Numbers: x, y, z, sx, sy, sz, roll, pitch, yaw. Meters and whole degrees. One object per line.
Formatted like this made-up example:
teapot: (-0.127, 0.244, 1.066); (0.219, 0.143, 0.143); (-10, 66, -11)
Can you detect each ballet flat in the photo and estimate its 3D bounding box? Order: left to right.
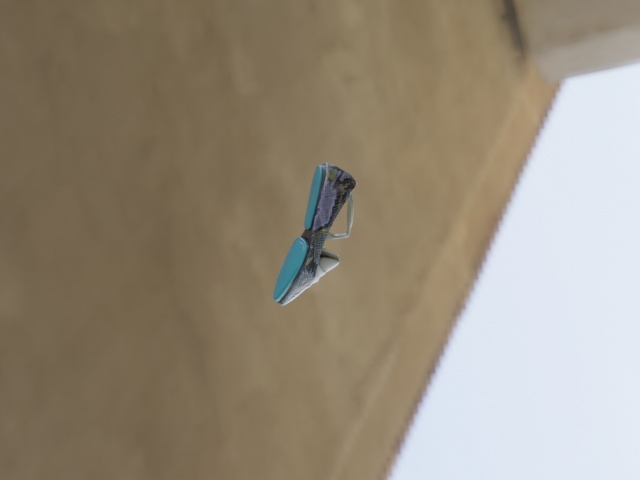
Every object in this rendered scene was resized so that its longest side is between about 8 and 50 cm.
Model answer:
ballet flat: (0.000, 0.000, 1.374); (0.041, 0.041, 0.114); (-19, -49, -66)
